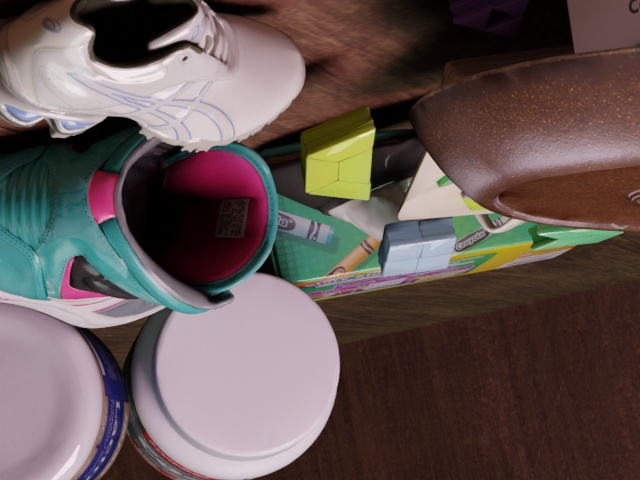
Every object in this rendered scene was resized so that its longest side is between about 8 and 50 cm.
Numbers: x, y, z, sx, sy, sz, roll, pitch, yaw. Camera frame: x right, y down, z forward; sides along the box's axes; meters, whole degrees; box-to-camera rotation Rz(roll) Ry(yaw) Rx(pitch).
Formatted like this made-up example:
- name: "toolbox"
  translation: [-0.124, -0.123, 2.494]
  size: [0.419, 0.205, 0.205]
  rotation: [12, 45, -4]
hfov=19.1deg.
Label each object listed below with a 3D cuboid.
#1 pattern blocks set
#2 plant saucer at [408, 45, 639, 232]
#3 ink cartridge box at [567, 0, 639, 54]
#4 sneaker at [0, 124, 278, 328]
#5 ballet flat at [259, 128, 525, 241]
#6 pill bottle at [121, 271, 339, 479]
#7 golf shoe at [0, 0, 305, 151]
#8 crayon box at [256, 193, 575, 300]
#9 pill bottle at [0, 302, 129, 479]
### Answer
- name: "pattern blocks set"
  translation: [0.130, -0.062, 1.107]
  size: [0.285, 0.026, 0.325]
  rotation: [-11, 155, 1]
- name: "plant saucer"
  translation: [0.200, -0.043, 0.967]
  size: [0.311, 0.050, 0.310]
  rotation: [0, 173, 0]
- name: "ink cartridge box"
  translation: [0.195, -0.118, 0.892]
  size: [0.198, 0.067, 0.115]
  rotation: [8, 159, -39]
- name: "sneaker"
  translation: [-0.100, -0.010, 1.214]
  size: [0.178, 0.123, 0.295]
  rotation: [-4, 175, 24]
- name: "ballet flat"
  translation: [0.082, -0.046, 1.269]
  size: [0.280, 0.096, 0.095]
  rotation: [-15, 174, 28]
- name: "pill bottle"
  translation: [-0.074, 0.112, 1.506]
  size: [0.161, 0.161, 0.283]
  rotation: [-10, 173, -10]
- name: "golf shoe"
  translation: [-0.065, -0.085, 0.881]
  size: [0.176, 0.069, 0.086]
  rotation: [-6, 165, -40]
- name: "crayon box"
  translation: [0.081, -0.012, 1.589]
  size: [0.278, 0.081, 0.165]
  rotation: [-10, 172, -10]
- name: "pill bottle"
  translation: [-0.221, 0.123, 1.396]
  size: [0.153, 0.153, 0.264]
  rotation: [-11, 174, 0]
